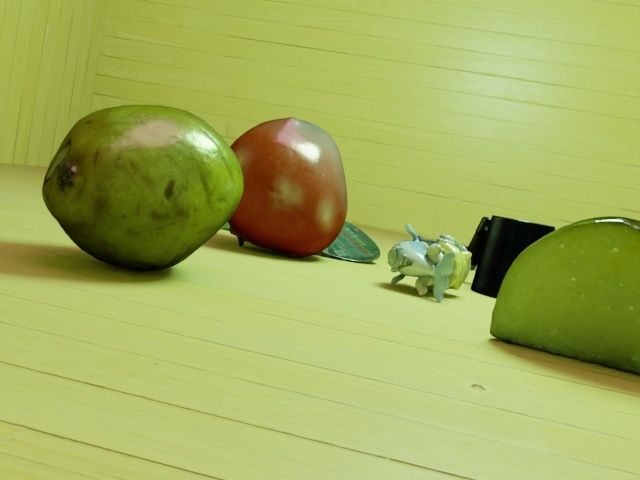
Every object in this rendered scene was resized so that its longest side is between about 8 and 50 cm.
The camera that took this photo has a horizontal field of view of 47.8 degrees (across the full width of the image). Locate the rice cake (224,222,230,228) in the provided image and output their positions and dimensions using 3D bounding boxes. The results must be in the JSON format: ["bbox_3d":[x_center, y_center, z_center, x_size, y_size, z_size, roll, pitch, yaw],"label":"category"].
[{"bbox_3d":[-0.135,-0.035,1.948,0.336,0.063,0.066,11,1,15],"label":"rice cake"}]

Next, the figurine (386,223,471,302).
[{"bbox_3d":[0.220,0.049,1.422,0.184,0.128,0.208,12,12,-16],"label":"figurine"}]

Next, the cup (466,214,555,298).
[{"bbox_3d":[0.407,0.034,1.637,0.239,0.177,0.166,14,7,37],"label":"cup"}]

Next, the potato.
[{"bbox_3d":[0.460,0.054,1.081,0.330,0.212,0.280,14,17,23],"label":"potato"}]

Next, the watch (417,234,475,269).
[{"bbox_3d":[0.379,0.038,2.195,0.206,0.068,0.193,16,6,30],"label":"watch"}]

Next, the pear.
[{"bbox_3d":[-0.258,-0.080,1.083,0.269,0.269,0.321,12,5,20],"label":"pear"}]

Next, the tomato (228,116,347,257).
[{"bbox_3d":[-0.080,-0.126,1.635,0.321,0.321,0.321,10,5,-1],"label":"tomato"}]

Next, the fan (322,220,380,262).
[{"bbox_3d":[0.032,0.011,1.796,0.223,0.012,0.294,26,29,18],"label":"fan"}]
